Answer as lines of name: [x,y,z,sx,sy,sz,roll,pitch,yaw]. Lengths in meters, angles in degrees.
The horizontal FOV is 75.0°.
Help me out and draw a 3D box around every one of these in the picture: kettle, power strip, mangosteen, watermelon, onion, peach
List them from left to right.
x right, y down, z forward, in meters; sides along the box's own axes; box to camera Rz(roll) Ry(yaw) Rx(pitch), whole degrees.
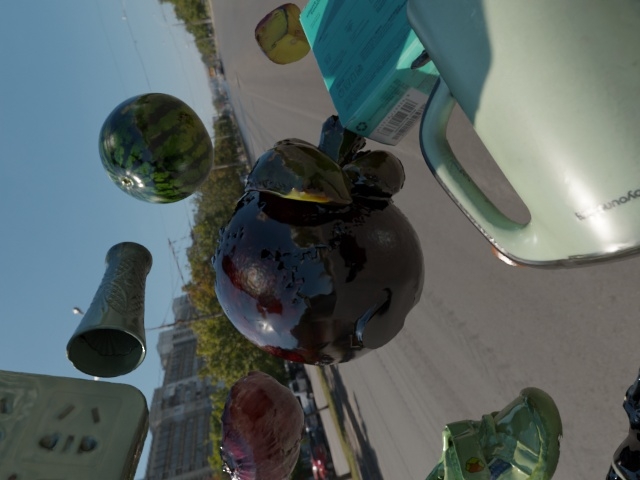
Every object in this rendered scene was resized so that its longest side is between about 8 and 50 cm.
power strip: [-0.326,0.285,0.431,0.261,0.229,0.141,-91,13,-48]
watermelon: [-0.422,-0.237,1.087,0.285,0.285,0.285,167,90,-82]
onion: [-0.097,0.376,0.869,0.283,0.120,0.227,-52,-48,-75]
peach: [-0.099,-0.544,1.118,0.118,0.151,0.151,11,121,37]
mangosteen: [0.007,0.020,0.736,0.381,0.381,0.421,-111,34,-48]
kettle: [0.185,-0.107,0.335,0.240,0.165,0.255,-34,84,51]

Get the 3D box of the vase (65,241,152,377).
vase: [-0.303,0.089,0.632,0.219,0.096,0.096,-113,13,-54]

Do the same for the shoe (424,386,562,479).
shoe: [0.236,0.321,0.585,0.140,0.128,0.262,-79,14,-80]

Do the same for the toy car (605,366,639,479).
toy car: [0.248,0.133,0.149,0.301,0.118,0.193,-96,23,-68]

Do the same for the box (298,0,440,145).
box: [0.094,-0.333,0.660,0.205,0.118,0.311,-44,50,36]
